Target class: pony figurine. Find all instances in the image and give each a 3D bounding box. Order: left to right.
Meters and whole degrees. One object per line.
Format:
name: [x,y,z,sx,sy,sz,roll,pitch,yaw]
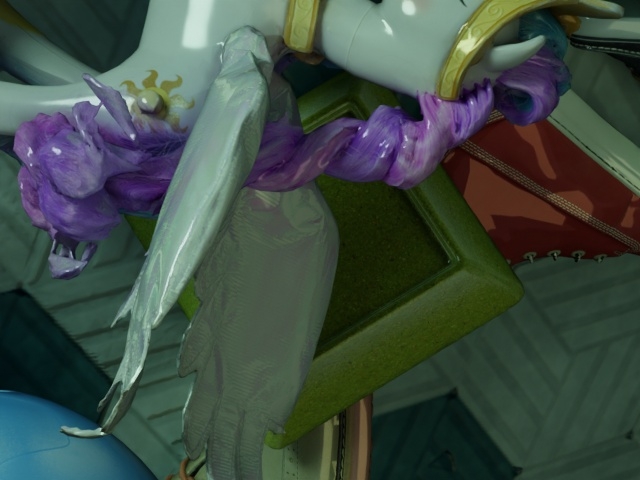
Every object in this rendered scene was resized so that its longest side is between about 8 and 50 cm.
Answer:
pony figurine: [-0.069,-0.069,0.833,0.363,0.303,0.351,25,81,12]

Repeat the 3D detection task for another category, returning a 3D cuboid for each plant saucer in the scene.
plant saucer: [0.000,0.000,0.992,0.188,0.045,0.188,-31,76,-7]

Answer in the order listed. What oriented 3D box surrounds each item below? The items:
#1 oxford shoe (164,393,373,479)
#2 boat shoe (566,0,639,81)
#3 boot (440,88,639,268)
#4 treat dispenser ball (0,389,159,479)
oxford shoe: [-0.056,0.186,1.070,0.146,0.140,0.397,9,99,-9]
boat shoe: [0.238,-0.115,1.094,0.183,0.065,0.083,1,111,-24]
boot: [0.158,0.002,1.106,0.244,0.088,0.176,34,97,-22]
treat dispenser ball: [-0.208,0.229,0.937,0.288,0.288,0.288,-9,116,-19]
